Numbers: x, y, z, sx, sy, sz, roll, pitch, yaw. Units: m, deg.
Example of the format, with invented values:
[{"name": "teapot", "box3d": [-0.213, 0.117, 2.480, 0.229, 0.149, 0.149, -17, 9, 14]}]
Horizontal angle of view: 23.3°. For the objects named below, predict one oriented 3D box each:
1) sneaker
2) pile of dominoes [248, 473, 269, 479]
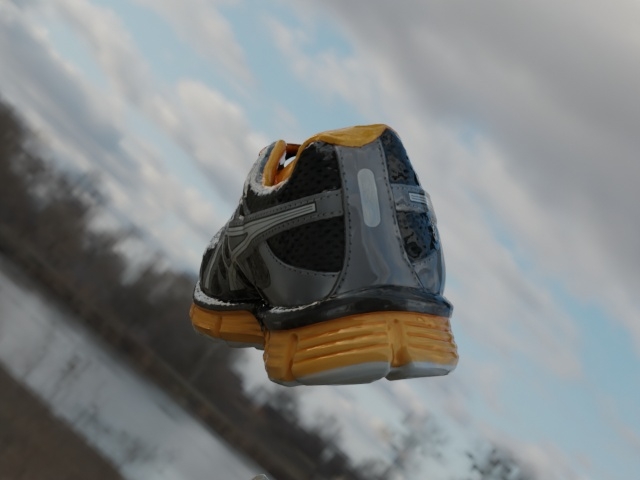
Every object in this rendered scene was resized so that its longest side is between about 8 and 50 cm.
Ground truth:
[{"name": "sneaker", "box3d": [0.000, 0.000, 0.575, 0.215, 0.084, 0.083, -170, -106, -74]}, {"name": "pile of dominoes", "box3d": [-0.134, 0.161, 0.648, 0.040, 0.196, 0.251, 48, 19, 18]}]
